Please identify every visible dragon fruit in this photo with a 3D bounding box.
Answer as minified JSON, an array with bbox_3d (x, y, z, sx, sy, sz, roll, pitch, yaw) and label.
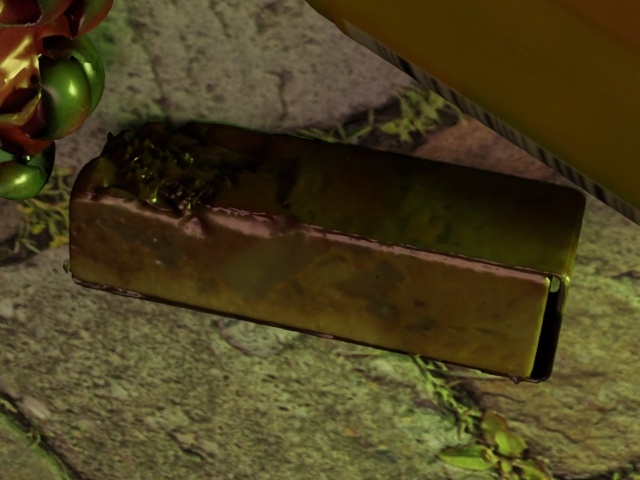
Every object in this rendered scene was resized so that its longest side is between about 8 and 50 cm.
[{"bbox_3d":[-0.210,-0.132,1.028,0.273,0.218,0.198,40,169,-26],"label":"dragon fruit"}]

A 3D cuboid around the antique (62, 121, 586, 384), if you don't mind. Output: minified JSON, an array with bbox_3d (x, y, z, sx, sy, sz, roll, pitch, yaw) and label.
[{"bbox_3d":[0.000,0.000,1.145,0.310,0.087,0.093,12,132,8],"label":"antique"}]

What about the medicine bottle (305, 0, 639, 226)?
[{"bbox_3d":[0.192,-0.104,0.805,0.384,0.224,0.224,35,139,20],"label":"medicine bottle"}]
